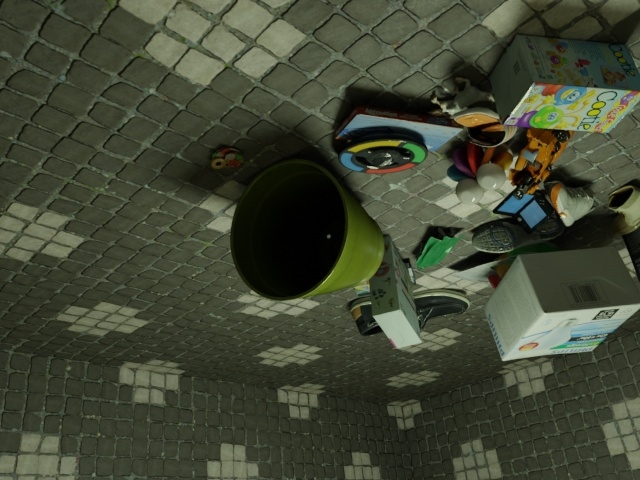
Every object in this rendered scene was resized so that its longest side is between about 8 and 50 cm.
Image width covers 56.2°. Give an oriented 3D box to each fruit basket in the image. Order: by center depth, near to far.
[{"bbox_3d":[0.717,0.104,2.222,0.326,0.166,0.353,14,161,-33],"label":"fruit basket"}]

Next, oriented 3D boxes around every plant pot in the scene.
[{"bbox_3d":[0.000,0.000,1.674,0.366,0.367,0.353,-22,160,26],"label":"plant pot"}]

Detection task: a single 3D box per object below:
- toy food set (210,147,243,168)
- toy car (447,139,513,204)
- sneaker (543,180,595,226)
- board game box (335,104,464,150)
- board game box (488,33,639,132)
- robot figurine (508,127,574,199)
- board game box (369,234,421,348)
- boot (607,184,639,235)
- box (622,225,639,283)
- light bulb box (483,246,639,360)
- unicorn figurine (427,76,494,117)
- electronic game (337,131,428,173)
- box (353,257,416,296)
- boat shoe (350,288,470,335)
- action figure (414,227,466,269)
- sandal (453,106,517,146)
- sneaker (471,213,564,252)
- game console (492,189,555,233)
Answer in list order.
[{"bbox_3d":[-0.237,-0.210,1.532,0.083,0.020,0.083,5,149,-20],"label":"toy food set"},{"bbox_3d":[0.414,-0.198,1.593,0.136,0.159,0.182,41,136,-9],"label":"toy car"},{"bbox_3d":[0.767,-0.135,1.828,0.121,0.099,0.262,-29,152,21],"label":"sneaker"},{"bbox_3d":[0.192,-0.272,1.469,0.281,0.027,0.145,4,164,-19],"label":"board game box"},{"bbox_3d":[0.540,-0.343,1.326,0.275,0.145,0.142,1,151,-13],"label":"board game box"},{"bbox_3d":[0.571,-0.226,1.553,0.211,0.085,0.291,-44,161,-15],"label":"robot figurine"},{"bbox_3d":[0.240,0.170,1.994,0.097,0.304,0.224,-17,137,17],"label":"board game box"},{"bbox_3d":[0.985,-0.099,1.942,0.164,0.077,0.213,6,144,-24],"label":"boot"},{"bbox_3d":[1.219,0.043,2.004,0.342,0.313,0.179,7,148,-25],"label":"box"},{"bbox_3d":[0.795,0.218,2.013,0.357,0.226,0.361,-4,146,-10],"label":"light bulb box"},{"bbox_3d":[0.338,-0.333,1.404,0.111,0.060,0.161,15,161,-36],"label":"unicorn figurine"},{"bbox_3d":[0.158,-0.217,1.529,0.229,0.048,0.229,-1,165,0],"label":"electronic game"},{"bbox_3d":[0.234,0.141,2.251,0.232,0.044,0.159,-12,151,10],"label":"box"},{"bbox_3d":[0.377,0.309,2.479,0.499,0.156,0.187,-5,150,-6],"label":"boat shoe"},{"bbox_3d":[0.389,0.037,2.075,0.137,0.064,0.232,2,147,-20],"label":"action figure"},{"bbox_3d":[0.394,-0.262,1.437,0.101,0.076,0.265,-7,178,40],"label":"sandal"},{"bbox_3d":[0.659,-0.009,2.011,0.296,0.111,0.129,-9,163,10],"label":"sneaker"},{"bbox_3d":[0.637,-0.089,1.881,0.085,0.124,0.144,-23,161,-29],"label":"game console"}]
